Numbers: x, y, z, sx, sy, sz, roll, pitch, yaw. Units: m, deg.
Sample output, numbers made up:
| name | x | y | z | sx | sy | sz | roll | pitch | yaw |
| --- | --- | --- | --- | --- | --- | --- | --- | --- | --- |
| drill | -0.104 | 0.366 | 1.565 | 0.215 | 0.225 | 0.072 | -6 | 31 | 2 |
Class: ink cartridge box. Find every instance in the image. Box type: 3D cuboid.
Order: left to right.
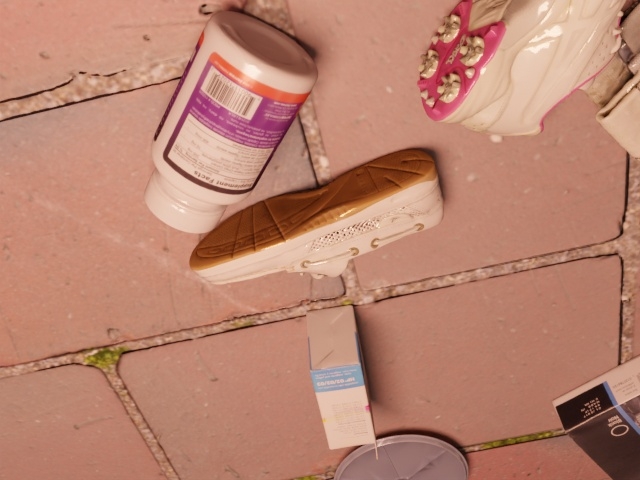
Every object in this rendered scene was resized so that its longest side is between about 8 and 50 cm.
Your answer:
| name | x | y | z | sx | sy | sz | roll | pitch | yaw |
| --- | --- | --- | --- | --- | --- | --- | --- | --- | --- |
| ink cartridge box | 0.028 | 0.183 | 0.867 | 0.062 | 0.104 | 0.181 | -10 | 126 | 4 |
| ink cartridge box | 0.492 | 0.297 | 1.007 | 0.165 | 0.065 | 0.333 | -37 | 121 | 20 |

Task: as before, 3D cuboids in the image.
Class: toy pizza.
| name | x | y | z | sx | sy | sz | roll | pitch | yaw |
| --- | --- | --- | --- | --- | --- | --- | --- | --- | --- |
| toy pizza | 0.119 | 0.350 | 1.040 | 0.201 | 0.032 | 0.201 | -2 | 125 | -2 |

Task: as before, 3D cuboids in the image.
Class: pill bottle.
| name | x | y | z | sx | sy | sz | roll | pitch | yaw |
| --- | --- | --- | --- | --- | --- | --- | --- | --- | --- |
| pill bottle | -0.092 | -0.102 | 0.650 | 0.108 | 0.108 | 0.193 | 23 | 122 | -19 |

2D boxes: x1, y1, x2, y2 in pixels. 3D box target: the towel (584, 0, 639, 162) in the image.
| name | x | y | z | sx | sy | sz | roll | pitch | yaw |
| --- | --- | --- | --- | --- | --- | --- | --- | --- | --- |
| towel | 0.448 | -0.170 | 0.668 | 0.324 | 0.056 | 0.312 | 35 | 117 | -24 |

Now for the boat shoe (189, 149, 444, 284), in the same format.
| name | x | y | z | sx | sy | sz | roll | pitch | yaw |
| --- | --- | --- | --- | --- | --- | --- | --- | --- | --- |
| boat shoe | 0.000 | 0.000 | 0.736 | 0.277 | 0.098 | 0.096 | -19 | 124 | 9 |

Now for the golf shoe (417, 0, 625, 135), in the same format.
| name | x | y | z | sx | sy | sz | roll | pitch | yaw |
| --- | --- | --- | --- | --- | --- | --- | --- | --- | --- |
| golf shoe | 0.217 | -0.214 | 0.600 | 0.140 | 0.115 | 0.306 | 19 | 131 | -26 |
